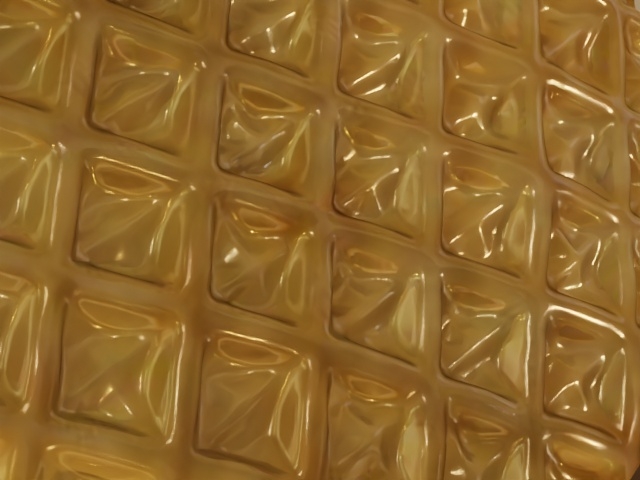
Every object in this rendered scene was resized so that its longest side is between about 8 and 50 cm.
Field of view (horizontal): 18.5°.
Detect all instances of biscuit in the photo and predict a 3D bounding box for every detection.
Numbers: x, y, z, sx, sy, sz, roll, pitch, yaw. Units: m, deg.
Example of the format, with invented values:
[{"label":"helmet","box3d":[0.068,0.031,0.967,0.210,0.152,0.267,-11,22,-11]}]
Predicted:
[{"label":"biscuit","box3d":[0.000,0.000,0.492,0.309,0.204,0.040,-18,173,-41]}]
